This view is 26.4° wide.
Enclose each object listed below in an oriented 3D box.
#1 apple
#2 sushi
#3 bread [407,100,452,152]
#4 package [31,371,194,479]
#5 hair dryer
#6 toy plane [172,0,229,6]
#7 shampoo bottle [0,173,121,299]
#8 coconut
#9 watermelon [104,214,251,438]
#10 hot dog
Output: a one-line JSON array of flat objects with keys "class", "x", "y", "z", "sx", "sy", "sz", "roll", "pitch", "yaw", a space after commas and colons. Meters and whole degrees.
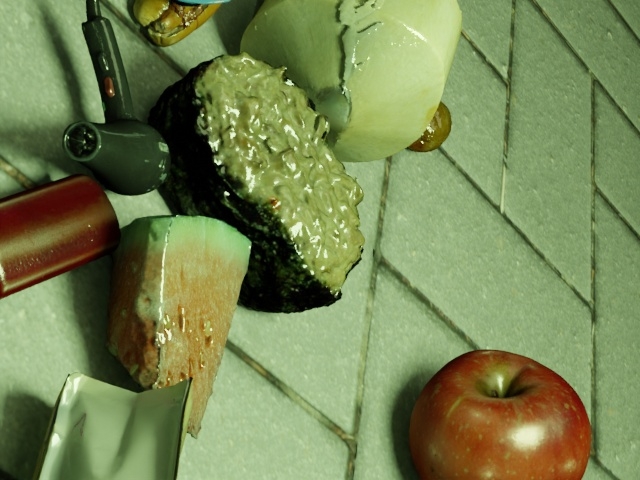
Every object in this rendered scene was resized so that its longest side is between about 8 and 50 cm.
[{"class": "apple", "x": 0.251, "y": 0.284, "z": 1.959, "sx": 0.260, "sy": 0.260, "sz": 0.216, "roll": -50, "pitch": 149, "yaw": -54}, {"class": "sushi", "x": -0.073, "y": -0.071, "z": 1.760, "sx": 0.350, "sy": 0.171, "sz": 0.211, "roll": 62, "pitch": 35, "yaw": -7}, {"class": "bread", "x": 0.111, "y": -0.297, "z": 2.234, "sx": 0.344, "sy": 0.084, "sz": 0.124, "roll": 59, "pitch": 34, "yaw": -13}, {"class": "package", "x": -0.235, "y": 0.299, "z": 1.365, "sx": 0.165, "sy": 0.221, "sz": 0.311, "roll": 13, "pitch": 54, "yaw": -6}, {"class": "hair dryer", "x": -0.260, "y": -0.187, "z": 1.587, "sx": 0.235, "sy": 0.091, "sz": 0.272, "roll": 18, "pitch": 55, "yaw": -77}, {"class": "toy plane", "x": -0.216, "y": -0.338, "z": 1.723, "sx": 0.246, "sy": 0.078, "sz": 0.169, "roll": 0, "pitch": 27, "yaw": -32}, {"class": "shampoo bottle", "x": -0.322, "y": 0.002, "z": 1.453, "sx": 0.260, "sy": 0.064, "sz": 0.102, "roll": -28, "pitch": 90, "yaw": -57}, {"class": "coconut", "x": 0.043, "y": -0.266, "z": 1.941, "sx": 0.323, "sy": 0.323, "sz": 0.323, "roll": 32, "pitch": 47, "yaw": -43}, {"class": "watermelon", "x": -0.177, "y": 0.098, "z": 1.574, "sx": 0.193, "sy": 0.139, "sz": 0.257, "roll": 24, "pitch": 62, "yaw": -53}, {"class": "hot dog", "x": -0.174, "y": -0.353, "z": 1.863, "sx": 0.102, "sy": 0.076, "sz": 0.249, "roll": 51, "pitch": 37, "yaw": -17}]
